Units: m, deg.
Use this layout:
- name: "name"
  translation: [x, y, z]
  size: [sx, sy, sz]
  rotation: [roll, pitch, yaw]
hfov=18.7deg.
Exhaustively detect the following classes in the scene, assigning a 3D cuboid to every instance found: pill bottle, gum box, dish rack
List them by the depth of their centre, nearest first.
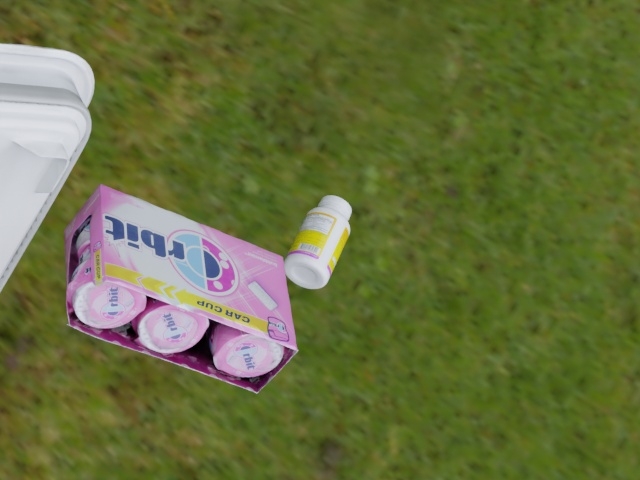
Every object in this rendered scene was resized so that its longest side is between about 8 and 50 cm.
- name: "dish rack"
  translation: [-0.326, -0.004, 1.440]
  size: [0.286, 0.072, 0.333]
  rotation: [0, 137, -42]
- name: "gum box"
  translation: [-0.117, 0.038, 1.554]
  size: [0.188, 0.107, 0.062]
  rotation: [22, 127, -28]
- name: "pill bottle"
  translation: [0.000, 0.000, 1.744]
  size: [0.043, 0.043, 0.083]
  rotation: [55, 46, -35]
